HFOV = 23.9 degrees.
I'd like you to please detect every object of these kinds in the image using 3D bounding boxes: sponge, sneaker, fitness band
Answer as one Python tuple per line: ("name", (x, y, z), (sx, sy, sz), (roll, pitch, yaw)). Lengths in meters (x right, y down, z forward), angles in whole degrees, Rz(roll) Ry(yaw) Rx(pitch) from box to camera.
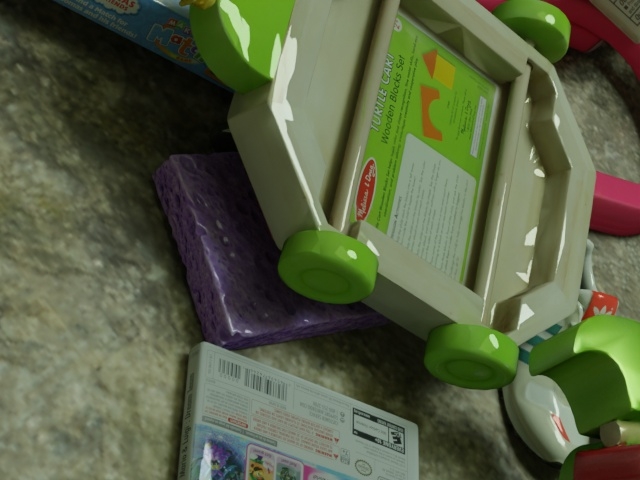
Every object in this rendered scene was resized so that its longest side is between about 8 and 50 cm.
("sponge", (0.000, 0.000, 0.937), (0.210, 0.031, 0.117), (-6, 68, -43))
("sneaker", (-0.040, -0.068, 0.953), (0.083, 0.031, 0.035), (2, 50, -46))
("fitness band", (0.179, -0.111, 1.156), (0.291, 0.054, 0.209), (14, 57, -33))
("sneaker", (0.161, 0.069, 0.997), (0.057, 0.075, 0.161), (20, 51, -30))

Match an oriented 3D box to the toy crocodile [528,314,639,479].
("toy crocodile", (0.188, 0.211, 0.864), (0.105, 0.115, 0.340), (8, 73, -41))

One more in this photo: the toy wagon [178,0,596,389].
("toy wagon", (0.039, -0.079, 0.915), (0.344, 0.068, 0.267), (32, 56, -30))

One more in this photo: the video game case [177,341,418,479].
("video game case", (-0.010, 0.144, 0.842), (0.157, 0.019, 0.143), (24, 50, -28))

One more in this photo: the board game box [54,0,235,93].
("board game box", (-0.093, -0.177, 0.954), (0.212, 0.039, 0.160), (25, 39, -25))

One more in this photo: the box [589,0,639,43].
("box", (0.198, -0.318, 1.191), (0.311, 0.148, 0.121), (46, 34, 9))
